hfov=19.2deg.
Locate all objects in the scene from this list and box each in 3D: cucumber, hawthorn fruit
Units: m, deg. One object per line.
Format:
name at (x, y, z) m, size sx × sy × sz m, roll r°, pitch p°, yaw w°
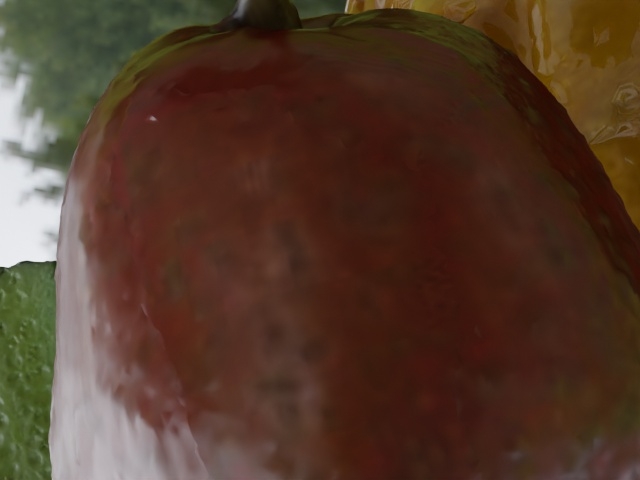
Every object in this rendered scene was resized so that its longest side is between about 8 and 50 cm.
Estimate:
cucumber at (-0.167, 0.129, 1.101) m, size 0.115 × 0.244 × 0.063 m, roll -15°, pitch 174°, yaw 2°
hawthorn fruit at (0.000, 0.000, 0.441) m, size 0.162 × 0.203 × 0.162 m, roll -13°, pitch 179°, yaw 0°

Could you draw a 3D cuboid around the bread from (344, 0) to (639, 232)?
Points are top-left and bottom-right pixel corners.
bread at (0.202, -0.008, 0.690) m, size 0.394 × 0.361 × 0.250 m, roll -28°, pitch -158°, yaw 2°
